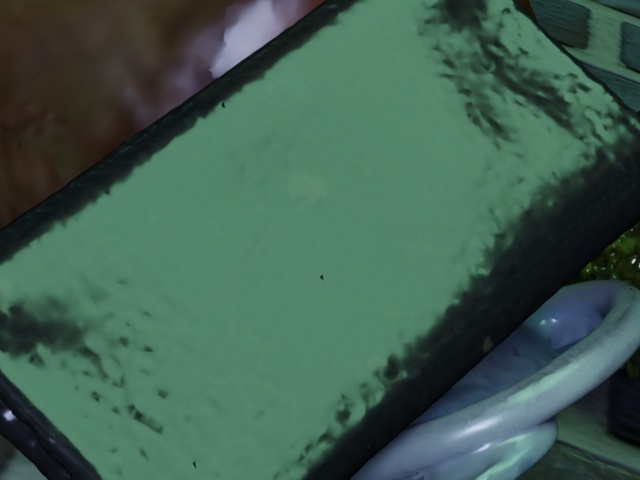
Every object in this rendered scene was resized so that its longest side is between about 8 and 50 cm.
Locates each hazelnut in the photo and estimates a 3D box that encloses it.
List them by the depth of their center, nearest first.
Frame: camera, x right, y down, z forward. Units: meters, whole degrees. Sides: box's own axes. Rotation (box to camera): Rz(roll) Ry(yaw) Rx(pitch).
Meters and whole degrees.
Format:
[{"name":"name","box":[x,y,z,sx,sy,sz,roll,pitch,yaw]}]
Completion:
[{"name":"hazelnut","box":[-0.050,-0.085,1.053,0.372,0.315,0.372,38,1,-1]}]

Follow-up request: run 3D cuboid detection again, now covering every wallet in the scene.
[{"name":"wallet","box":[0.000,0.000,0.809,0.170,0.044,0.321,46,60,10]}]

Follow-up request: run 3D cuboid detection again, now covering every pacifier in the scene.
[{"name":"pacifier","box":[0.073,0.134,0.882,0.207,0.227,0.279,62,29,-5]}]

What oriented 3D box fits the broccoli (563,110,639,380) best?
[{"name":"broccoli","box":[0.258,-0.001,1.190,0.180,0.273,0.242,56,20,17]}]
